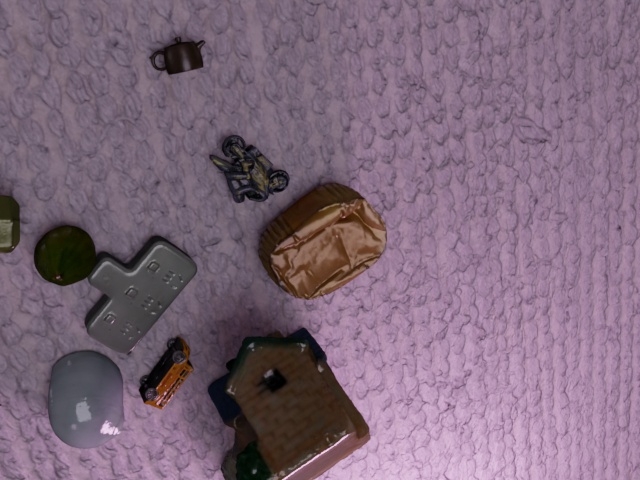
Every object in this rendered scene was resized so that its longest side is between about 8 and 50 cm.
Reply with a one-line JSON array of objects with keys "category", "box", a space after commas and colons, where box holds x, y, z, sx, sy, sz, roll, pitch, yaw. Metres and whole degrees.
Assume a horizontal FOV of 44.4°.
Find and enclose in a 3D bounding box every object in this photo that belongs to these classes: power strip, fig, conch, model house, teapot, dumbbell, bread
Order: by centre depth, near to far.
[{"category": "dumbbell", "box": [-0.727, -0.033, 1.474, 0.301, 0.121, 0.108, 2, 80, -27]}, {"category": "teapot", "box": [-0.285, -0.373, 1.575, 0.121, 0.076, 0.068, -9, 106, 10]}, {"category": "fig", "box": [-0.513, 0.038, 1.577, 0.123, 0.156, 0.123, -6, 108, -18]}, {"category": "power strip", "box": [-0.416, 0.103, 1.705, 0.193, 0.059, 0.265, 39, 91, -32]}, {"category": "conch", "box": [-0.512, 0.357, 1.740, 0.185, 0.121, 0.221, -35, 120, -44]}, {"category": "model house", "box": [-0.102, 0.378, 1.788, 0.334, 0.343, 0.382, -31, 161, -9]}, {"category": "bread", "box": [0.000, 0.000, 1.812, 0.288, 0.156, 0.204, -40, 113, -3]}]

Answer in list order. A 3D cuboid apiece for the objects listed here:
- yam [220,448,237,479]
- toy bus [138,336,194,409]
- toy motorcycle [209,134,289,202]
[{"category": "yam", "box": [-0.134, 0.636, 2.004, 0.154, 0.154, 0.254, -32, 117, -11]}, {"category": "toy bus", "box": [-0.349, 0.306, 1.811, 0.074, 0.069, 0.162, 35, 94, -32]}, {"category": "toy motorcycle", "box": [-0.163, -0.143, 1.729, 0.193, 0.061, 0.124, 36, 94, -33]}]
